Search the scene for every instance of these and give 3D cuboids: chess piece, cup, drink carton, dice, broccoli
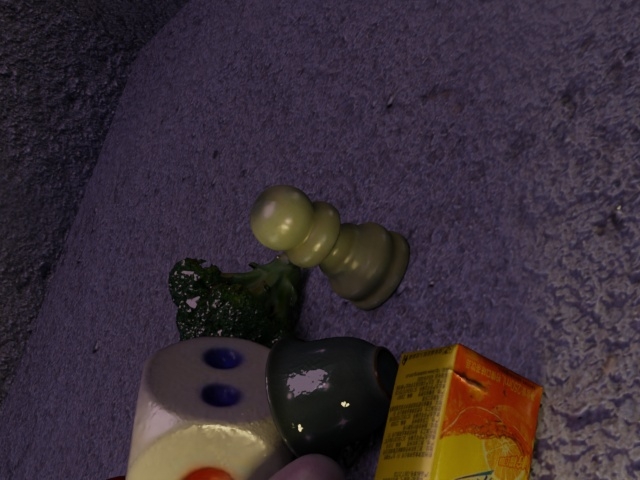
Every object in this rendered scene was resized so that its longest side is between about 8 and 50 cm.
[{"bbox_3d":[0.000,0.000,1.565,0.144,0.251,0.144,-42,33,35],"label":"chess piece"},{"bbox_3d":[0.037,0.212,1.411,0.150,0.199,0.199,-22,43,27],"label":"cup"},{"bbox_3d":[0.141,0.308,1.117,0.111,0.154,0.351,-22,46,53],"label":"drink carton"},{"bbox_3d":[-0.171,0.314,1.511,0.251,0.243,0.259,-100,17,-65],"label":"dice"},{"bbox_3d":[-0.146,0.120,1.776,0.254,0.269,0.269,-10,55,52],"label":"broccoli"}]

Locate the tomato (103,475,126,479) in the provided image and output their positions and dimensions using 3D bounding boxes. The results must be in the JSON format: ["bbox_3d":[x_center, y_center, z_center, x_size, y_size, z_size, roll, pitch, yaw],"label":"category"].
[{"bbox_3d":[-0.327,0.546,1.655,0.298,0.226,0.298,-44,21,22],"label":"tomato"}]

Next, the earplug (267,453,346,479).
[{"bbox_3d":[-0.063,0.426,1.353,0.301,0.172,0.172,-59,26,5],"label":"earplug"}]
